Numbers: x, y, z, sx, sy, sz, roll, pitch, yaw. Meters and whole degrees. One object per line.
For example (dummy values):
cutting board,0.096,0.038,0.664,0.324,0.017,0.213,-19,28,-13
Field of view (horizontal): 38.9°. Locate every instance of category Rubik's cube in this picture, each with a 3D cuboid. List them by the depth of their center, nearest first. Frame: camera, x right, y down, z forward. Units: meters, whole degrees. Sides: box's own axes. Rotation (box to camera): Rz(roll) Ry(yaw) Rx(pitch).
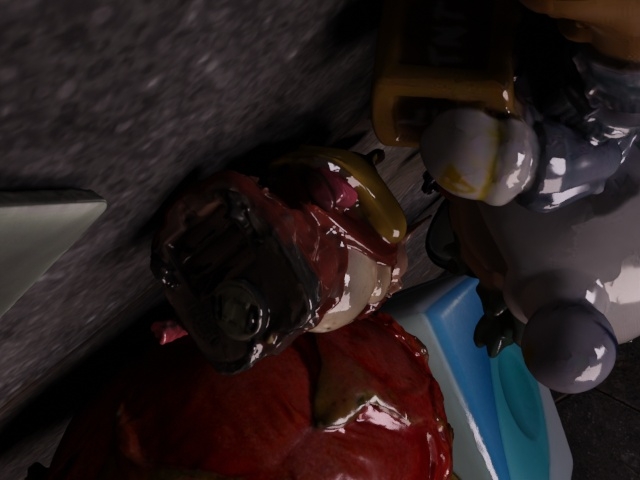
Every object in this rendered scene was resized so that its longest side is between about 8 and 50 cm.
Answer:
Rubik's cube,0.110,0.256,1.227,0.352,0.348,0.351,-24,177,28

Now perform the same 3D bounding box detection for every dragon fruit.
dragon fruit,-0.053,0.171,0.682,0.342,0.277,0.277,-40,172,-37

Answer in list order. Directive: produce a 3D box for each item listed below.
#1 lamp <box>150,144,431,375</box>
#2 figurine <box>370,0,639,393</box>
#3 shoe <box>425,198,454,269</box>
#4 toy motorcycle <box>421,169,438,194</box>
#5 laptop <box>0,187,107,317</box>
lamp,0.000,0.000,0.567,0.118,0.118,0.253,-45,169,23
figurine,0.131,-0.054,0.495,0.382,0.186,0.261,58,42,-62
shoe,0.252,-0.082,1.241,0.293,0.109,0.149,-44,166,1
toy motorcycle,0.157,-0.099,0.909,0.173,0.058,0.100,-30,159,-55
laptop,-0.198,0.049,0.288,0.187,0.015,0.269,-43,170,17
